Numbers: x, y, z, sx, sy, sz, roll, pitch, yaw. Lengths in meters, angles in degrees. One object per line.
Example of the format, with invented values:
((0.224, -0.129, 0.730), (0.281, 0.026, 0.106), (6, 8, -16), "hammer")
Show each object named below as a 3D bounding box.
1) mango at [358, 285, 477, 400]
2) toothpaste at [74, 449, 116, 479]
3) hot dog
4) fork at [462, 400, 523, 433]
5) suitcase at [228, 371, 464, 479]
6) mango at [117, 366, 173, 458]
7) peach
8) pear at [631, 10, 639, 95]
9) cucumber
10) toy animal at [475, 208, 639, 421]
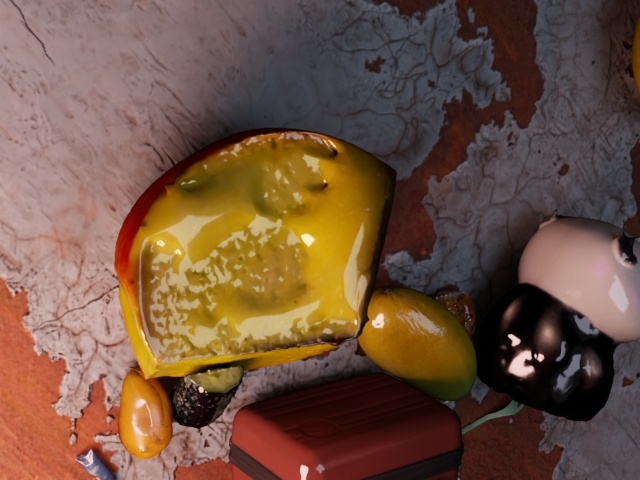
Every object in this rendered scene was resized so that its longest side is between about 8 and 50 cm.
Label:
((0.156, 0.155, 1.887), (0.237, 0.091, 0.137), (32, 121, -23), "mango")
((-0.299, 0.314, 1.683), (0.027, 0.019, 0.083), (-31, 122, 3), "toothpaste")
((0.204, 0.169, 1.983), (0.108, 0.059, 0.191), (-13, 114, -28), "hot dog")
((0.273, 0.309, 2.095), (0.235, 0.021, 0.039), (-27, 115, -28), "fork")
((0.038, 0.310, 1.789), (0.297, 0.236, 0.161), (-9, 109, -33), "suitcase")
((-0.237, 0.232, 1.671), (0.077, 0.063, 0.127), (-3, 96, 6), "mango")
((-0.081, 0.015, 1.616), (0.380, 0.242, 0.306), (-12, 88, -15), "peach")
((0.638, -0.379, 2.015), (0.386, 0.191, 0.340), (-53, 158, 11), "pear")
((-0.149, 0.210, 1.637), (0.078, 0.211, 0.062), (-7, 79, -16), "cucumber")
((0.397, 0.114, 1.983), (0.251, 0.251, 0.310), (18, 95, -38), "toy animal")
